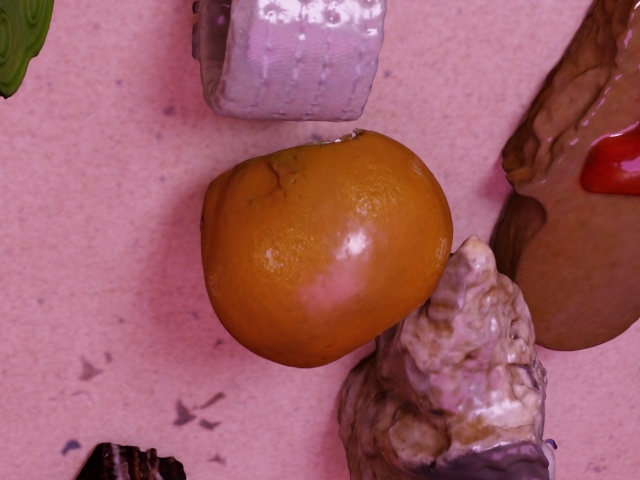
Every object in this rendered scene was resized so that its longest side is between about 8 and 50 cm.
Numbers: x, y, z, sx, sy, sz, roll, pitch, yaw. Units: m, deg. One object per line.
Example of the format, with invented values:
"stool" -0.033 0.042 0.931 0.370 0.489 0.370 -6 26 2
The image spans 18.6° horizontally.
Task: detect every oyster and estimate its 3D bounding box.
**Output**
"oyster" 0.090 0.136 1.267 0.166 0.110 0.341 14 143 1

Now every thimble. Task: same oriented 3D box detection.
"thimble" -0.018 -0.122 1.070 0.090 0.102 0.115 2 97 -14

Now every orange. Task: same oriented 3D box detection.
"orange" 0.000 0.000 1.139 0.154 0.155 0.134 -39 92 17

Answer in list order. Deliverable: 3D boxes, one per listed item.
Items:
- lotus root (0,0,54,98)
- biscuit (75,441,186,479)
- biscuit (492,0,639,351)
"lotus root" -0.229 -0.166 0.967 0.186 0.186 0.186 -6 128 -8
"biscuit" -0.165 0.259 1.321 0.070 0.106 0.252 18 120 -23
"biscuit" 0.315 -0.039 1.225 0.394 0.076 0.368 20 119 -25
